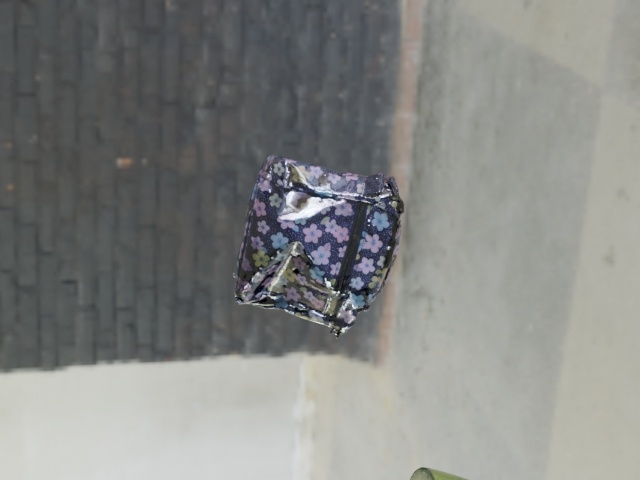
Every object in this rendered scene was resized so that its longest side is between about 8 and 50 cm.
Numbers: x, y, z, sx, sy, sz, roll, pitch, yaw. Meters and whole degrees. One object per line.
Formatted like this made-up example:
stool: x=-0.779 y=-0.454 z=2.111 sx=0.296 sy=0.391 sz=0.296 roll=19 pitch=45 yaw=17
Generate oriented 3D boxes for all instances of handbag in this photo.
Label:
handbag: x=0.000 y=0.000 z=1.732 sx=0.127 sy=0.207 sz=0.229 roll=-81 pitch=6 yaw=-67

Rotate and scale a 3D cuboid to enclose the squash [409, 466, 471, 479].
squash: x=0.175 y=0.378 z=1.702 sx=0.170 sy=0.122 sz=0.170 roll=-175 pitch=90 yaw=-86
